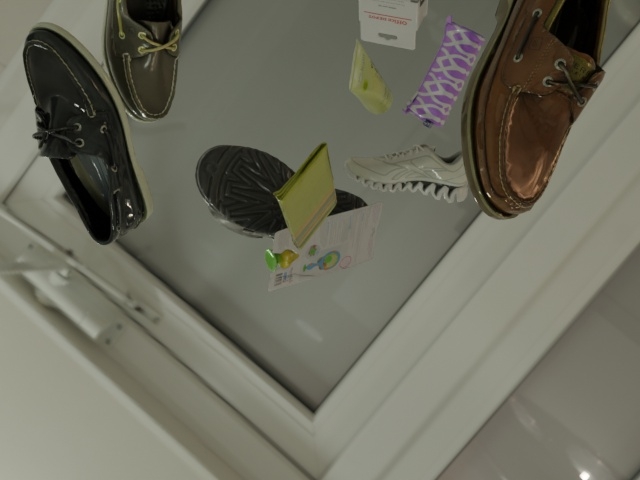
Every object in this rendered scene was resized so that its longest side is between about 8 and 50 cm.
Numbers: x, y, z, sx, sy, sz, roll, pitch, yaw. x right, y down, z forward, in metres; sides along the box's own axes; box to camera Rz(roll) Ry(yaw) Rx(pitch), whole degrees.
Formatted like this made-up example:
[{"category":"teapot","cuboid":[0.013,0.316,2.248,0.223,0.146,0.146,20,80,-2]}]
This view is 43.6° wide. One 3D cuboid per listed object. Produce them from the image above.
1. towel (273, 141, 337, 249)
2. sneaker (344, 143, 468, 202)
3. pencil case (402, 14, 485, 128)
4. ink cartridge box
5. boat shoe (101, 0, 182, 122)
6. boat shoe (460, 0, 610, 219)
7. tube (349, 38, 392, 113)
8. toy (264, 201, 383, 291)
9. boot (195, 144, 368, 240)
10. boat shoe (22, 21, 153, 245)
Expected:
[{"category":"towel","cuboid":[-0.018,-0.060,1.142,0.021,0.102,0.237,35,170,13]},{"category":"sneaker","cuboid":[0.200,-0.169,1.820,0.292,0.118,0.110,7,-154,-6]},{"category":"pencil case","cuboid":[0.238,-0.320,1.547,0.088,0.206,0.086,24,-170,-10]},{"category":"ink cartridge box","cuboid":[0.119,-0.410,1.304,0.104,0.060,0.180,16,141,17]},{"category":"boat shoe","cuboid":[-0.251,-0.317,1.147,0.109,0.305,0.091,-13,-159,-33]},{"category":"boat shoe","cuboid":[0.229,-0.173,0.822,0.110,0.308,0.104,20,166,-34]},{"category":"tube","cuboid":[0.089,-0.297,1.519,0.070,0.062,0.240,57,-171,14]},{"category":"toy","cuboid":[0.000,0.000,1.477,0.237,0.137,0.056,-19,-135,-33]},{"category":"boot","cuboid":[-0.146,-0.088,1.700,0.366,0.146,0.445,23,176,-24]},{"category":"boat shoe","cuboid":[-0.349,-0.135,1.143,0.127,0.113,0.340,11,134,24]}]
